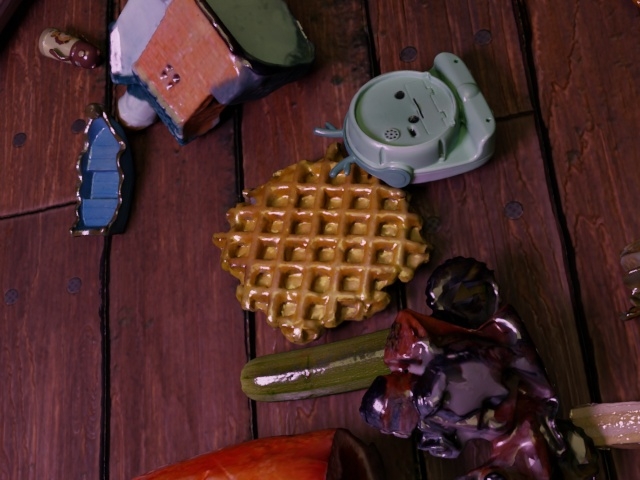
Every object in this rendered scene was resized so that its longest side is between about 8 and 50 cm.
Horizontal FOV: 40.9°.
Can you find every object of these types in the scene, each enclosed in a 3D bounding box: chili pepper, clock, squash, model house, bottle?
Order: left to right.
[{"bbox_3d":[-0.374,-0.289,1.300,0.101,0.047,0.063,22,68,22],"label":"bottle"},{"bbox_3d":[-0.187,-0.250,1.181,0.291,0.184,0.253,-40,82,34],"label":"model house"},{"bbox_3d":[-0.080,0.348,0.909,0.305,0.229,0.251,-17,96,24],"label":"chili pepper"},{"bbox_3d":[0.018,0.148,1.011,0.229,0.066,0.066,-12,68,14],"label":"squash"},{"bbox_3d":[0.100,-0.140,1.060,0.211,0.066,0.159,-18,56,-5],"label":"clock"}]

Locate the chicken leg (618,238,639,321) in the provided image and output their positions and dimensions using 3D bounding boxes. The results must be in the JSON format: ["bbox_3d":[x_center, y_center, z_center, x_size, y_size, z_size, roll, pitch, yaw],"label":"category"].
[{"bbox_3d":[0.490,-0.040,0.875,0.429,0.201,0.152,-29,74,20],"label":"chicken leg"}]

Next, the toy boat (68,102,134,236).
[{"bbox_3d":[-0.304,-0.094,1.180,0.075,0.077,0.185,2,78,18],"label":"toy boat"}]

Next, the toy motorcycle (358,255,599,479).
[{"bbox_3d":[0.178,0.218,0.888,0.207,0.134,0.401,-24,75,-16],"label":"toy motorcycle"}]

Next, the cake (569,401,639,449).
[{"bbox_3d":[0.330,0.199,0.915,0.121,0.065,0.052,-14,65,37],"label":"cake"}]

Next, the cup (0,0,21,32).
[{"bbox_3d":[-0.584,-0.379,1.337,0.208,0.288,0.273,31,79,-12],"label":"cup"}]

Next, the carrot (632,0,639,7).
[{"bbox_3d":[0.364,-0.415,1.115,0.066,0.066,0.314,-24,69,8],"label":"carrot"}]

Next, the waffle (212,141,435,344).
[{"bbox_3d":[0.000,-0.001,1.065,0.254,0.052,0.245,-35,62,-6],"label":"waffle"}]
